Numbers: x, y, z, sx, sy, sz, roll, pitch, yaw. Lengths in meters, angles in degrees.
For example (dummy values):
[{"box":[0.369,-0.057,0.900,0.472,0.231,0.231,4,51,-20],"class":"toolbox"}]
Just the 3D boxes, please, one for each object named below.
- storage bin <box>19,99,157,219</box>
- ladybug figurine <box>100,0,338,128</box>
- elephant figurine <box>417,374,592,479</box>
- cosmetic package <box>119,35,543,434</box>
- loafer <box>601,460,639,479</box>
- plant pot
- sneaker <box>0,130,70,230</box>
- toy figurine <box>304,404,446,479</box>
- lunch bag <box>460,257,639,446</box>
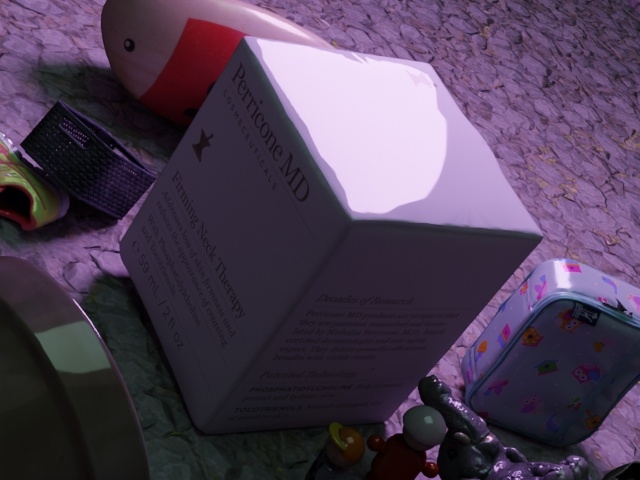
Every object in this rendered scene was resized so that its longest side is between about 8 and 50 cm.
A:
[{"box":[-0.320,-0.109,1.995,0.122,0.084,0.180,42,3,18],"class":"storage bin"},{"box":[-0.144,-0.260,2.295,0.449,0.305,0.162,18,71,-19],"class":"ladybug figurine"},{"box":[0.222,0.314,1.874,0.239,0.186,0.169,18,-15,31],"class":"elephant figurine"},{"box":[0.000,0.000,1.860,0.327,0.393,0.329,3,45,-39],"class":"cosmetic package"},{"box":[0.400,0.372,1.993,0.094,0.087,0.251,37,31,11],"class":"loafer"},{"box":[-0.368,0.213,1.385,0.280,0.323,0.323,-25,60,-36],"class":"plant pot"},{"box":[-0.442,-0.086,1.933,0.208,0.081,0.094,32,32,0],"class":"sneaker"},{"box":[0.098,0.314,1.753,0.209,0.148,0.213,0,43,-42],"class":"toy figurine"},{"box":[0.353,0.166,2.066,0.224,0.279,0.108,25,35,-15],"class":"lunch bag"}]
